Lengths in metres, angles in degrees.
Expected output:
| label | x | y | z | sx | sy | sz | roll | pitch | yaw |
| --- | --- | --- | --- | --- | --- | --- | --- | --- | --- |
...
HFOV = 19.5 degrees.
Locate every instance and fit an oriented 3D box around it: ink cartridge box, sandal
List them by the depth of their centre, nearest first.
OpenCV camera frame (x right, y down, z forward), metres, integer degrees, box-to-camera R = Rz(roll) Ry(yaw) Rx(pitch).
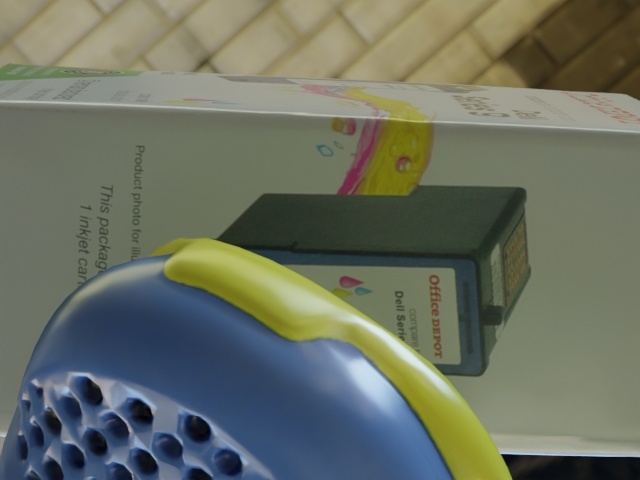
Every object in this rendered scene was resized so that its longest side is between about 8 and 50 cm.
| label | x | y | z | sx | sy | sz | roll | pitch | yaw |
| --- | --- | --- | --- | --- | --- | --- | --- | --- | --- |
| sandal | -0.038 | 0.148 | 0.411 | 0.138 | 0.126 | 0.317 | -32 | 137 | -47 |
| ink cartridge box | 0.000 | 0.000 | 0.552 | 0.154 | 0.212 | 0.093 | -93 | -172 | -81 |
